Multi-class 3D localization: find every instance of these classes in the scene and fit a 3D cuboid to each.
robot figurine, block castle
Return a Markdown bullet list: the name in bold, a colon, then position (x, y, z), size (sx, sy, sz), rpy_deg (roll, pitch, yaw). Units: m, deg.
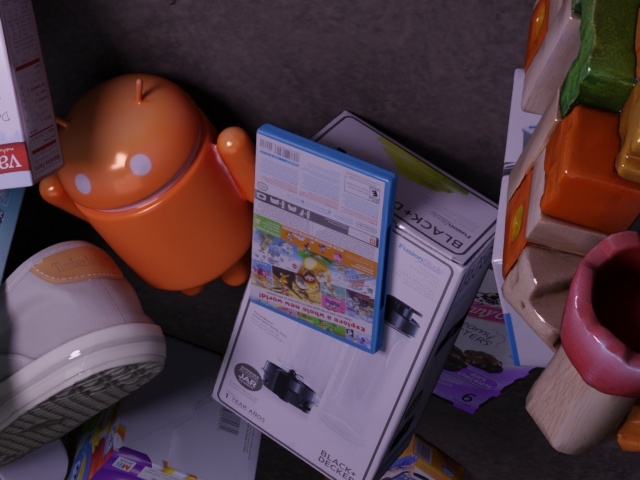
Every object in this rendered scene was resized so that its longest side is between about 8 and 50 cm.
- **robot figurine**: position (-0.130, -0.045, 1.532), size (0.158, 0.128, 0.219), rpy_deg (27, 161, 42)
- **block castle**: position (0.289, -0.082, 1.156), size (0.303, 0.453, 0.213), rpy_deg (12, 150, -5)

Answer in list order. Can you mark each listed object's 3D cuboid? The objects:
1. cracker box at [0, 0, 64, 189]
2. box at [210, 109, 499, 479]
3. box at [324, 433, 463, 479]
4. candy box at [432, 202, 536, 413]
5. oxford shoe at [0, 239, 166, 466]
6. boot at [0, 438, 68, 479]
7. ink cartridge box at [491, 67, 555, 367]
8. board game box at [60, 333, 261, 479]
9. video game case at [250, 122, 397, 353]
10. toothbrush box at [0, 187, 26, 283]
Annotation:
- **cracker box**: position (-0.285, -0.148, 1.375), size (0.156, 0.067, 0.232), rpy_deg (-5, 103, 16)
- **box**: position (0.028, 0.057, 1.578), size (0.169, 0.087, 0.290), rpy_deg (32, 133, 15)
- **box**: position (0.068, 0.243, 1.959), size (0.136, 0.028, 0.081), rpy_deg (-27, 131, 34)
- **candy box**: position (0.124, 0.054, 1.665), size (0.165, 0.070, 0.196), rpy_deg (25, 139, -21)
- **oxford shoe**: position (-0.289, 0.119, 1.637), size (0.169, 0.130, 0.449), rpy_deg (-9, 164, -44)
- **boot**: position (-0.337, 0.130, 1.827), size (0.123, 0.095, 0.258), rpy_deg (16, 135, 58)
- **ink cartridge box**: position (0.185, -0.018, 1.462), size (0.082, 0.190, 0.139), rpy_deg (-1, 142, 13)
- **board game box**: position (-0.177, 0.227, 1.883), size (0.142, 0.144, 0.275), rpy_deg (21, 140, -17)
- **video game case**: position (0.000, 0.000, 1.487), size (0.119, 0.015, 0.166), rpy_deg (22, 130, 23)
- **toothbrush box**: position (-0.362, -0.002, 1.490), size (0.216, 0.295, 0.126), rpy_deg (28, 138, -26)
